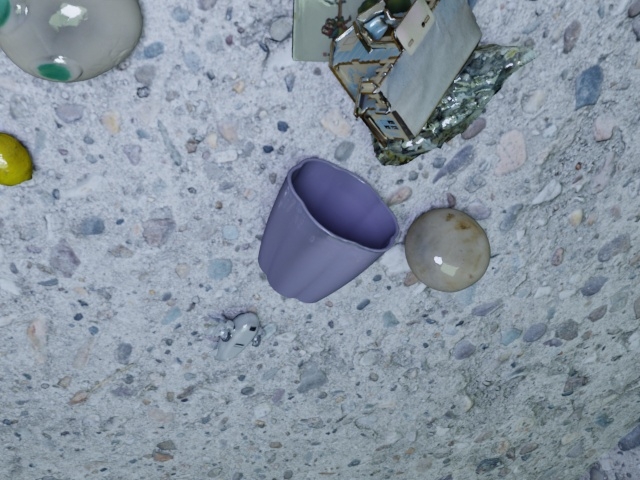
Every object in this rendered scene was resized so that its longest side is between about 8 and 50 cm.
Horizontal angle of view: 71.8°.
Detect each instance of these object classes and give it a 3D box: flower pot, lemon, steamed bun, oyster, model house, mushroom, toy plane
[{"bbox_3d":[0.000,0.000,0.955,0.265,0.265,0.243,18,128,-22],"label":"flower pot"},{"bbox_3d":[-0.587,-0.153,0.817,0.082,0.082,0.110,-23,120,3],"label":"lemon"},{"bbox_3d":[-0.404,-0.346,0.704,0.228,0.130,0.177,-24,126,2],"label":"steamed bun"},{"bbox_3d":[0.250,-0.283,0.888,0.351,0.158,0.162,-28,159,22],"label":"oyster"},{"bbox_3d":[0.113,-0.314,0.771,0.178,0.206,0.271,38,81,-38],"label":"model house"},{"bbox_3d":[0.298,0.034,1.087,0.207,0.207,0.215,-3,157,-10],"label":"mushroom"},{"bbox_3d":[-0.225,0.252,1.157,0.174,0.080,0.174,-17,138,-16],"label":"toy plane"}]

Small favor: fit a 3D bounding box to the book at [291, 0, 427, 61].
[{"bbox_3d":[0.085,-0.490,0.744,0.260,0.043,0.371,-4,131,-10],"label":"book"}]
